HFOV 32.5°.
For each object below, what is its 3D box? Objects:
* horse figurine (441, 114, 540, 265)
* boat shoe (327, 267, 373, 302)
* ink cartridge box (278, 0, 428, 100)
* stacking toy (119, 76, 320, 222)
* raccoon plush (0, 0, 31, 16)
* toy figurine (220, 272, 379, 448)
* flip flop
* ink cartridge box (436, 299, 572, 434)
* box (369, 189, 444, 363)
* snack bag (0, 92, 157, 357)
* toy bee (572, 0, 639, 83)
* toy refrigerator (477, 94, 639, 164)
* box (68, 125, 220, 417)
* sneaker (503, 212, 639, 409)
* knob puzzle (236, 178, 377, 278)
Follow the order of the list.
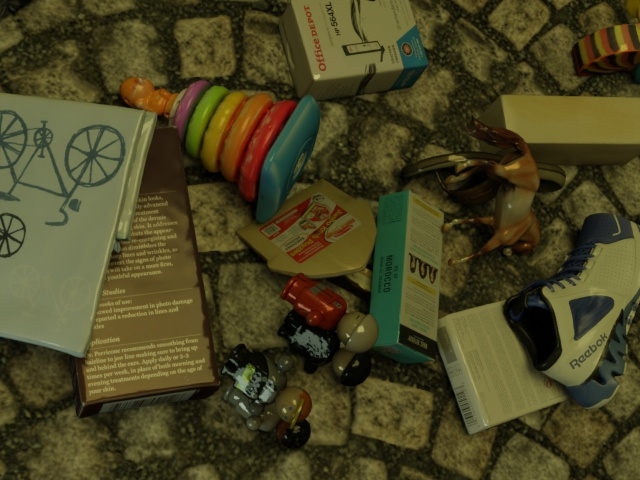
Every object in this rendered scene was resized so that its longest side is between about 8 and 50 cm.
[{"bbox_3d":[0.275,-0.067,1.689,0.174,0.263,0.066,-11,32,-15],"label":"horse figurine"},{"bbox_3d":[0.048,0.049,1.679,0.135,0.050,0.045,34,63,-15],"label":"boat shoe"},{"bbox_3d":[0.051,-0.317,1.775,0.203,0.086,0.148,-11,76,-20],"label":"ink cartridge box"},{"bbox_3d":[-0.165,-0.174,1.648,0.301,0.175,0.166,24,59,7],"label":"stacking toy"},{"bbox_3d":[-0.450,-0.560,1.653,0.446,0.216,0.299,-35,77,-23],"label":"raccoon plush"},{"bbox_3d":[-0.025,0.176,1.524,0.148,0.213,0.209,35,65,12],"label":"toy figurine"},{"bbox_3d":[0.265,-0.093,1.766,0.277,0.112,0.080,7,85,-20],"label":"flip flop"},{"bbox_3d":[0.293,0.186,1.716,0.224,0.056,0.181,-10,75,-38],"label":"ink cartridge box"},{"bbox_3d":[0.131,0.056,1.665,0.100,0.060,0.244,29,59,-44],"label":"box"},{"bbox_3d":[-0.393,-0.029,1.463,0.323,0.037,0.343,9,82,21],"label":"snack bag"},{"bbox_3d":[0.598,-0.359,1.910,0.298,0.162,0.195,-27,80,-22],"label":"toy bee"},{"bbox_3d":[0.407,-0.186,1.829,0.269,0.102,0.094,-1,73,-16],"label":"toy refrigerator"},{"bbox_3d":[-0.272,0.042,1.538,0.191,0.143,0.382,-6,76,-17],"label":"box"},{"bbox_3d":[0.392,0.083,1.703,0.182,0.127,0.316,26,65,-22],"label":"sneaker"},{"bbox_3d":[0.000,0.000,1.646,0.213,0.030,0.213,-5,43,4],"label":"knob puzzle"}]
